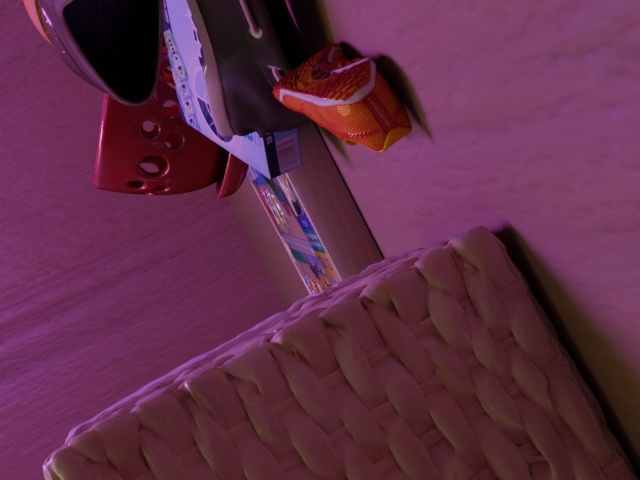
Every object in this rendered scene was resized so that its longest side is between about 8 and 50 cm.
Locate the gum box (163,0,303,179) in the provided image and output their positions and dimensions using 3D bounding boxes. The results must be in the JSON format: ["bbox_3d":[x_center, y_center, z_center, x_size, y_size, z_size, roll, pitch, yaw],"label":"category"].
[{"bbox_3d":[-0.091,-0.164,1.077,0.184,0.041,0.157,34,142,48],"label":"gum box"}]

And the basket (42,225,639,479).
[{"bbox_3d":[0.030,0.196,0.747,0.331,0.328,0.266,62,169,6],"label":"basket"}]

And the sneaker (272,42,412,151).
[{"bbox_3d":[0.012,-0.097,0.799,0.067,0.064,0.175,54,180,-23],"label":"sneaker"}]

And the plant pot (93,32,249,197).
[{"bbox_3d":[-0.164,-0.141,1.278,0.191,0.174,0.191,-172,90,-81],"label":"plant pot"}]

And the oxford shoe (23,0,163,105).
[{"bbox_3d":[-0.161,-0.250,0.776,0.133,0.130,0.364,54,163,33],"label":"oxford shoe"}]

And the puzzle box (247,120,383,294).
[{"bbox_3d":[0.000,0.000,1.320,0.272,0.052,0.409,62,173,-6],"label":"puzzle box"}]

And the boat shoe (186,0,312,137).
[{"bbox_3d":[-0.060,-0.209,0.847,0.335,0.095,0.112,77,-170,-52],"label":"boat shoe"}]
